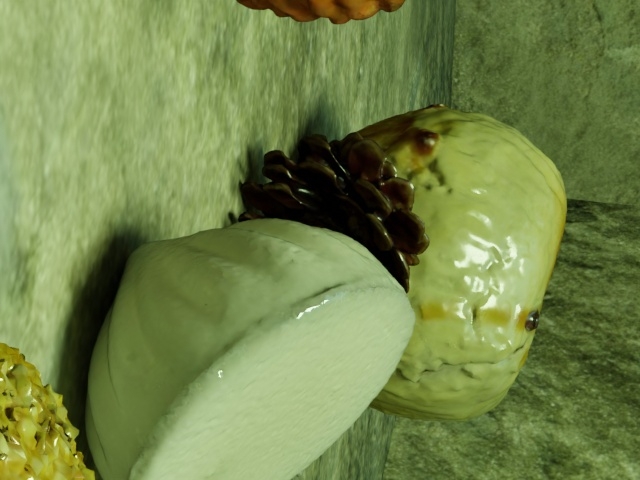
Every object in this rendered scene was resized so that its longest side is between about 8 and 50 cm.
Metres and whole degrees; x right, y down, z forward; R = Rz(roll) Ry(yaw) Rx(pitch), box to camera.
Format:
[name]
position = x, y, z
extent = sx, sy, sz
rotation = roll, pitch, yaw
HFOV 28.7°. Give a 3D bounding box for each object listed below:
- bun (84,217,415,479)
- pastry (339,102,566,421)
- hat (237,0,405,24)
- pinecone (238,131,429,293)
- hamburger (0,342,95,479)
[bun]
position = -0.077, 0.073, 0.920
extent = 0.263, 0.175, 0.263
rotation = -34, 154, -19
[pastry]
position = 0.115, 0.022, 1.490
extent = 0.388, 0.312, 0.389
rotation = 17, 90, -81
[hat]
position = -0.006, -0.339, 0.786
extent = 0.400, 0.285, 0.285
rotation = 56, 41, -59
[pinecone]
position = 0.000, 0.000, 1.232
extent = 0.208, 0.207, 0.208
rotation = 7, 90, -80
[hamburger]
position = -0.168, 0.146, 0.381
extent = 0.294, 0.179, 0.276
rotation = -50, 146, -72
